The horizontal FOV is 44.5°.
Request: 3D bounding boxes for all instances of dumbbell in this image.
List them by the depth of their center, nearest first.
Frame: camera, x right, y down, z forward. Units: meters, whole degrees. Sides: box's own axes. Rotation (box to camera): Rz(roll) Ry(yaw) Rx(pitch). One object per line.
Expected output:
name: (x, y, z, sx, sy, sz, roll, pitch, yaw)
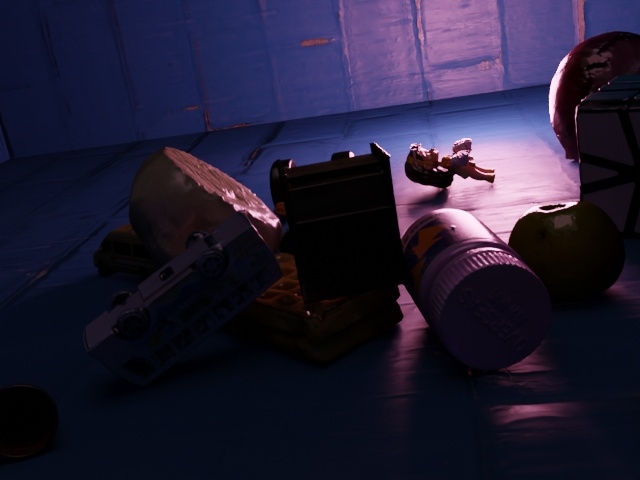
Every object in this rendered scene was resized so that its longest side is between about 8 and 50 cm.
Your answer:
dumbbell: (-0.011, -0.147, 2.044, 0.218, 0.153, 0.152, -6, 19, 10)

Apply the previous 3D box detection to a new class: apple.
apple: (0.420, 0.015, 1.349, 0.196, 0.157, 0.196, -9, 9, 2)

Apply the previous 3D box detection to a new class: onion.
onion: (0.723, -0.340, 1.957, 0.358, 0.359, 0.344, -22, 19, -34)

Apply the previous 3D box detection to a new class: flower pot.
flower pot: (-0.438, 0.258, 1.156, 0.111, 0.111, 0.089, -13, 3, -11)

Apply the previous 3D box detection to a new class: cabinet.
cabinet: (0.032, -0.036, 1.291, 0.174, 0.215, 0.148, -11, 18, -3)

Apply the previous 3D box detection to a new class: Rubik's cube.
Rubik's cube: (0.698, -0.178, 1.583, 0.288, 0.294, 0.283, 3, 24, 37)

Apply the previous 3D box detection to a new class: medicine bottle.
medicine bottle: (0.233, 0.068, 1.243, 0.178, 0.178, 0.291, -10, 18, -3)

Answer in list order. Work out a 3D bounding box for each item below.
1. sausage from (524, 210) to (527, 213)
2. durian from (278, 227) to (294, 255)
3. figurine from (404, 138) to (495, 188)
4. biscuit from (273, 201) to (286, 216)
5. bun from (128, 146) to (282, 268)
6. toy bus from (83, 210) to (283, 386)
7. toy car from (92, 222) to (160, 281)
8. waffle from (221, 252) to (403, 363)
sausage: (0.438, -0.027, 1.667, 0.028, 0.025, 0.198, -18, 13, 24)
durian: (0.002, 0.000, 1.656, 0.186, 0.119, 0.108, 4, 27, 39)
figurine: (0.344, -0.199, 2.087, 0.239, 0.116, 0.175, 0, 22, 10)
biscuit: (0.005, -0.063, 1.769, 0.262, 0.052, 0.277, 13, -3, -43)
bun: (-0.249, -0.033, 1.609, 0.359, 0.211, 0.360, 34, 9, -6)
toy bus: (-0.224, 0.098, 1.287, 0.329, 0.136, 0.109, -38, 28, -5)
toy car: (-0.423, 0.019, 1.798, 0.256, 0.125, 0.101, 7, 23, 38)
waffle: (-0.039, 0.109, 1.394, 0.224, 0.098, 0.327, -23, 21, -38)
